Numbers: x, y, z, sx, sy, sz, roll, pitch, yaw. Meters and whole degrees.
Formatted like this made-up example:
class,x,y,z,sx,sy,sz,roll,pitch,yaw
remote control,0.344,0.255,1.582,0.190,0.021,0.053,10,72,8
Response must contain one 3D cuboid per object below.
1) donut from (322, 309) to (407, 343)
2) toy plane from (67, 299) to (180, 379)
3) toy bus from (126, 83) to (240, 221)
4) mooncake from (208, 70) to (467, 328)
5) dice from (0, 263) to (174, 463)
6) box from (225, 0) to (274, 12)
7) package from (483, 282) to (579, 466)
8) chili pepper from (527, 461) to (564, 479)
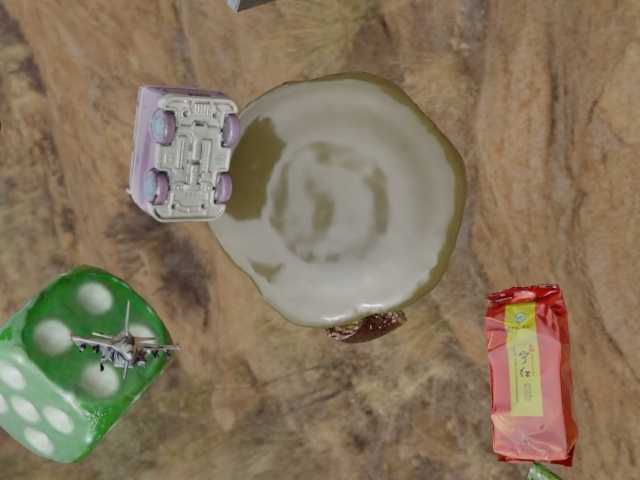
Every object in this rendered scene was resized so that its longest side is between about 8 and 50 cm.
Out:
class,x,y,z,sx,sy,sz,roll,pitch,yaw
donut,0.083,0.144,1.727,0.144,0.186,0.126,-45,59,14
toy plane,-0.268,0.152,1.171,0.234,0.160,0.082,-133,53,-71
toy bus,-0.216,-0.137,1.330,0.142,0.142,0.203,33,119,50
mooncake,0.035,-0.074,1.551,0.262,0.467,0.467,17,-125,-84
dice,-0.494,0.247,1.726,0.300,0.297,0.287,45,136,-3
box,-0.084,-0.630,1.786,0.047,0.180,0.325,51,145,17
package,0.496,0.315,2.015,0.195,0.123,0.424,-6,87,26
chili pepper,0.559,0.577,1.730,0.359,0.076,0.085,36,139,50
